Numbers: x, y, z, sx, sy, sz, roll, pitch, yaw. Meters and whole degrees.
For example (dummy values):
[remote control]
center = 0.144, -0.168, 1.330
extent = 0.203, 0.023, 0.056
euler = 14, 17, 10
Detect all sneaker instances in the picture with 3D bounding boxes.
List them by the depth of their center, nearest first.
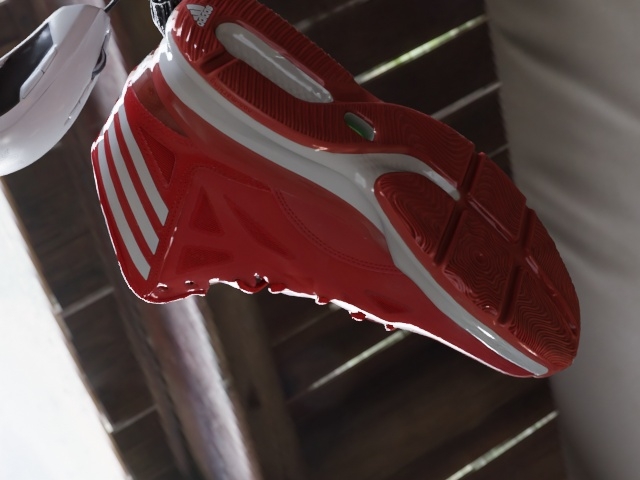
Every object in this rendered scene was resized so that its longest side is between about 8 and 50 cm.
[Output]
[sneaker]
center = 0.000, 0.000, 0.515
extent = 0.221, 0.087, 0.128
euler = 41, 131, -10

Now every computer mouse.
[computer mouse]
center = -0.141, -0.095, 0.672
extent = 0.042, 0.193, 0.106
euler = 38, 161, 10
